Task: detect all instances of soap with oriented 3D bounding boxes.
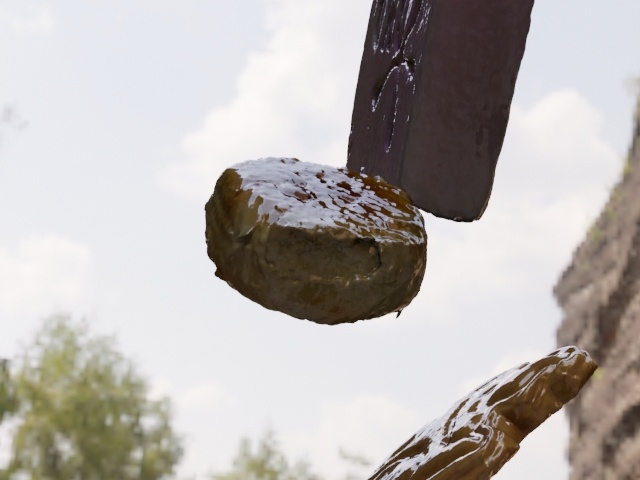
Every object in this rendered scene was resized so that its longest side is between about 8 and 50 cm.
[{"bbox_3d":[0.120,-0.177,1.623,0.107,0.286,0.296,9,6,-11],"label":"soap"}]

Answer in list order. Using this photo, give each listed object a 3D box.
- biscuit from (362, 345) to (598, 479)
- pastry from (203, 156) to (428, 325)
[{"bbox_3d":[0.083,0.202,1.341,0.376,0.051,0.269,-41,0,22],"label":"biscuit"},{"bbox_3d":[0.000,0.000,1.278,0.182,0.093,0.192,7,20,-15],"label":"pastry"}]
